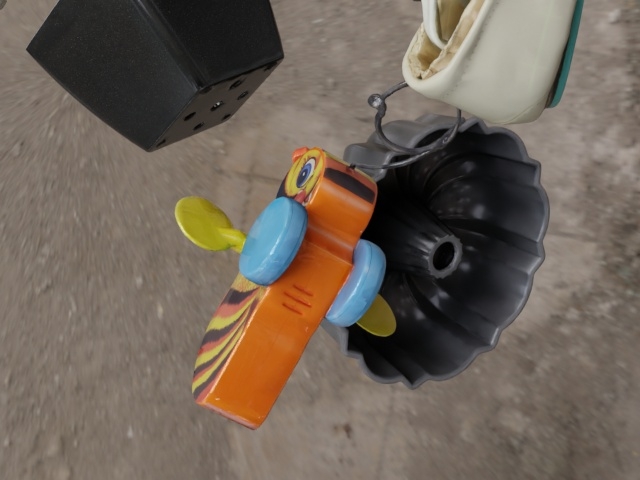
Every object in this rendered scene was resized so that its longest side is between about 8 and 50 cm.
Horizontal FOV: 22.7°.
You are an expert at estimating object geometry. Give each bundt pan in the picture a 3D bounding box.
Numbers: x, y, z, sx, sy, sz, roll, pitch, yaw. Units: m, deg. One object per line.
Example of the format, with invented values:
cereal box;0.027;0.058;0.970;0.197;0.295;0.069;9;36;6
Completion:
bundt pan;0.107;0.000;1.868;0.330;0.124;0.331;-17;119;-33

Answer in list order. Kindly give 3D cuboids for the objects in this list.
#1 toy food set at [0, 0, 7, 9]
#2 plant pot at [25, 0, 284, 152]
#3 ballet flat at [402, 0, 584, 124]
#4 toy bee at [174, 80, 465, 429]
toy food set;-0.213;-0.203;0.868;0.128;0.218;0.071;33;97;-27
plant pot;-0.152;-0.201;1.618;0.187;0.188;0.167;-27;80;-44
ballet flat;0.086;-0.165;0.638;0.086;0.086;0.248;10;111;-9
toy bee;0.000;0.000;1.261;0.298;0.162;0.195;-37;113;4
